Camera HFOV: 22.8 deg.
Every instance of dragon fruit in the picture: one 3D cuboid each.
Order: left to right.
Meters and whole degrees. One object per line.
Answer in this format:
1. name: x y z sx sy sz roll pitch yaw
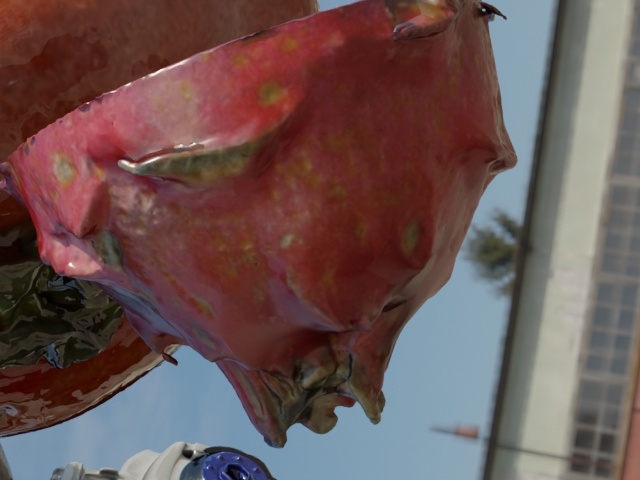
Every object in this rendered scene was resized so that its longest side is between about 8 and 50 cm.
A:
1. dragon fruit: 0.000 0.000 0.449 0.111 0.153 0.153 67 -162 0

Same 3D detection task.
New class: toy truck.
1. toy truck: -0.139 0.243 1.171 0.213 0.177 0.161 -85 17 -59

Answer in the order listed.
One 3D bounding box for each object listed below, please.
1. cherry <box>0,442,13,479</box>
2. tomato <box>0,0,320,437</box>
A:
1. cherry: -0.293 0.198 1.084 0.195 0.195 0.195 9 -90 -75
2. tomato: -0.164 -0.080 0.684 0.325 0.290 0.293 -28 -30 -16
